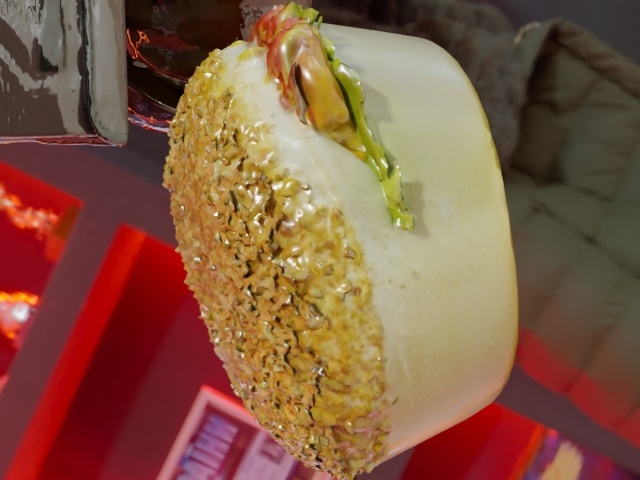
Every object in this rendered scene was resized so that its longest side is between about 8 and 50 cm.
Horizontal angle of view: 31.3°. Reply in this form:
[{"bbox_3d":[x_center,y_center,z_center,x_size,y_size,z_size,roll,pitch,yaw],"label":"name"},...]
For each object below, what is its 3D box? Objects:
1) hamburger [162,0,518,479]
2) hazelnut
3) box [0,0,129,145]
[{"bbox_3d":[0.000,0.000,0.711,0.276,0.179,0.294,-146,47,-71],"label":"hamburger"},{"bbox_3d":[-0.113,-0.218,1.016,0.251,0.217,0.217,-54,6,39],"label":"hazelnut"},{"bbox_3d":[-0.253,-0.192,0.803,0.153,0.188,0.252,-11,-77,-58],"label":"box"}]
